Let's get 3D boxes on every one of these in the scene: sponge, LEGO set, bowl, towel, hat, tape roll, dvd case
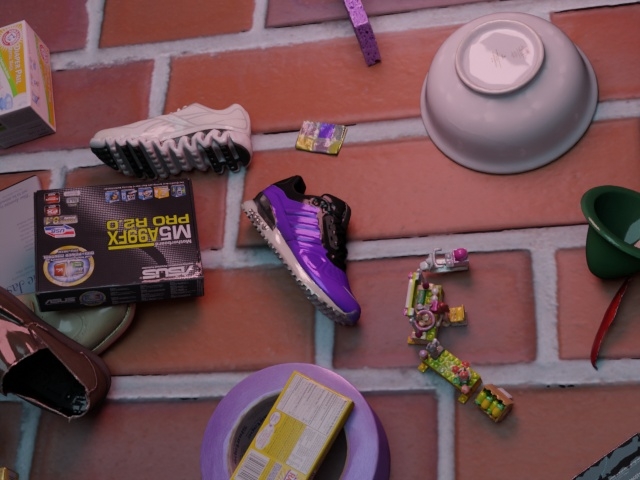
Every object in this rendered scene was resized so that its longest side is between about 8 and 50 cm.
[{"bbox_3d":[0.054,-0.424,1.990,0.031,0.117,0.210,-21,61,5],"label":"sponge"},{"bbox_3d":[0.191,0.141,1.693,0.132,0.107,0.286,-17,62,8],"label":"LEGO set"},{"bbox_3d":[0.299,-0.267,1.838,0.298,0.134,0.297,-6,65,14],"label":"bowl"},{"bbox_3d":[0.000,-0.180,1.953,0.083,0.009,0.060,13,69,21],"label":"towel"},{"bbox_3d":[0.437,0.042,1.717,0.173,0.183,0.208,38,39,20],"label":"hat"},{"bbox_3d":[-0.038,0.327,1.683,0.275,0.090,0.274,-7,64,14],"label":"tape roll"},{"bbox_3d":[-0.562,0.020,2.015,0.180,0.022,0.253,-24,62,4],"label":"dvd case"}]

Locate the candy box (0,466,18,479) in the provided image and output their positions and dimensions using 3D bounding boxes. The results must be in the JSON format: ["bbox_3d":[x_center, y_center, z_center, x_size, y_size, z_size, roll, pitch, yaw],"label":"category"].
[{"bbox_3d":[-0.548,0.462,1.788,0.109,0.053,0.186,-8,65,11],"label":"candy box"}]

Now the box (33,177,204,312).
[{"bbox_3d":[-0.338,0.004,1.872,0.270,0.060,0.216,-5,53,-8],"label":"box"}]

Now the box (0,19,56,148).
[{"bbox_3d":[-0.579,-0.296,2.120,0.114,0.103,0.203,-16,63,8],"label":"box"}]

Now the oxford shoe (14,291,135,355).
[{"bbox_3d":[-0.504,0.154,1.864,0.397,0.146,0.140,-21,61,5],"label":"oxford shoe"}]

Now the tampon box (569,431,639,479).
[{"bbox_3d":[0.413,0.347,1.503,0.120,0.161,0.101,-36,62,-1],"label":"tampon box"}]

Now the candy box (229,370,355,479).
[{"bbox_3d":[-0.045,0.301,1.631,0.105,0.027,0.205,26,75,22],"label":"candy box"}]

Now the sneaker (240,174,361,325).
[{"bbox_3d":[0.000,-0.001,1.817,0.146,0.102,0.293,-37,61,-4],"label":"sneaker"}]

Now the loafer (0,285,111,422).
[{"bbox_3d":[-0.490,0.165,1.753,0.366,0.130,0.133,29,97,-16],"label":"loafer"}]

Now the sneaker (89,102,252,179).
[{"bbox_3d":[-0.260,-0.181,1.983,0.292,0.110,0.118,-1,58,7],"label":"sneaker"}]
